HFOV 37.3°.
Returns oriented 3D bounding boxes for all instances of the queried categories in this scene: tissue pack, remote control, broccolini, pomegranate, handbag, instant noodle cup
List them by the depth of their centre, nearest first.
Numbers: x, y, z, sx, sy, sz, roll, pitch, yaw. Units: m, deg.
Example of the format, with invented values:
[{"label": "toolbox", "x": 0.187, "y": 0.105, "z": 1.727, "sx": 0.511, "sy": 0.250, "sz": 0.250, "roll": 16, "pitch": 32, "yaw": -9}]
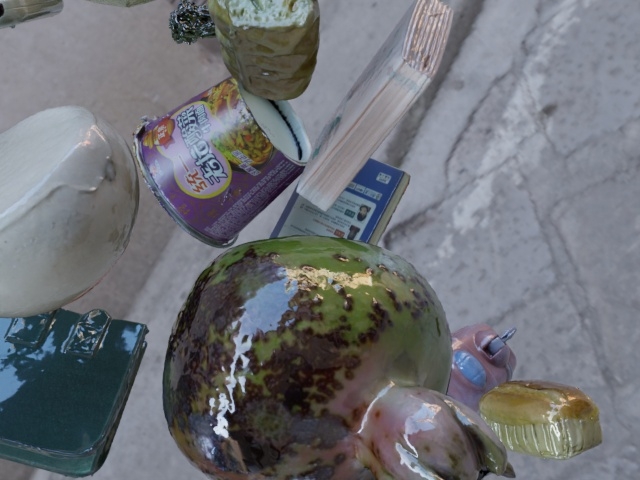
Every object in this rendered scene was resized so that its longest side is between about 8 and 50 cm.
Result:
[{"label": "pomegranate", "x": 0.019, "y": 0.144, "z": 0.861, "sx": 0.340, "sy": 0.285, "sz": 0.285, "roll": 31, "pitch": 85, "yaw": 46}, {"label": "remote control", "x": -0.391, "y": -0.298, "z": 1.223, "sx": 0.078, "sy": 0.042, "sz": 0.221, "roll": -5, "pitch": 18, "yaw": 3}, {"label": "handbag", "x": -0.425, "y": 0.183, "z": 1.322, "sx": 0.089, "sy": 0.326, "sz": 0.238, "roll": 100, "pitch": -175, "yaw": -53}, {"label": "tissue pack", "x": 0.078, "y": -0.197, "z": 1.395, "sx": 0.325, "sy": 0.071, "sz": 0.170, "roll": -49, "pitch": 14, "yaw": 47}, {"label": "broccolini", "x": -0.146, "y": -0.342, "z": 1.536, "sx": 0.091, "sy": 0.202, "sz": 0.068, "roll": -71, "pitch": -11, "yaw": -57}, {"label": "instant noodle cup", "x": -0.193, "y": -0.193, "z": 2.020, "sx": 0.266, "sy": 0.340, "sz": 0.340, "roll": -34, "pitch": 39, "yaw": 22}]

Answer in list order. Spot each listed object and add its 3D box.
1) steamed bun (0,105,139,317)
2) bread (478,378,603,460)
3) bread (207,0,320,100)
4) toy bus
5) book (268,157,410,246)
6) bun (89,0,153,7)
[{"label": "steamed bun", "x": -0.334, "y": -0.022, "z": 1.140, "sx": 0.283, "sy": 0.177, "sz": 0.283, "roll": -23, "pitch": 35, "yaw": 17}, {"label": "bread", "x": 0.367, "y": 0.295, "z": 1.599, "sx": 0.236, "sy": 0.140, "sz": 0.106, "roll": -5, "pitch": 97, "yaw": 64}, {"label": "bread", "x": -0.072, "y": -0.281, "z": 1.288, "sx": 0.130, "sy": 0.152, "sz": 0.268, "roll": -42, "pitch": -10, "yaw": -9}, {"label": "toy bus", "x": 0.285, "y": 0.289, "z": 1.983, "sx": 0.197, "sy": 0.294, "sz": 0.232, "roll": 50, "pitch": 133, "yaw": 12}, {"label": "book", "x": 0.000, "y": 0.000, "z": 2.117, "sx": 0.300, "sy": 0.039, "sz": 0.428, "roll": 28, "pitch": 90, "yaw": 46}, {"label": "bun", "x": -0.297, "y": -0.439, "z": 1.321, "sx": 0.145, "sy": 0.229, "sz": 0.229, "roll": 26, "pitch": 80, "yaw": 37}]
